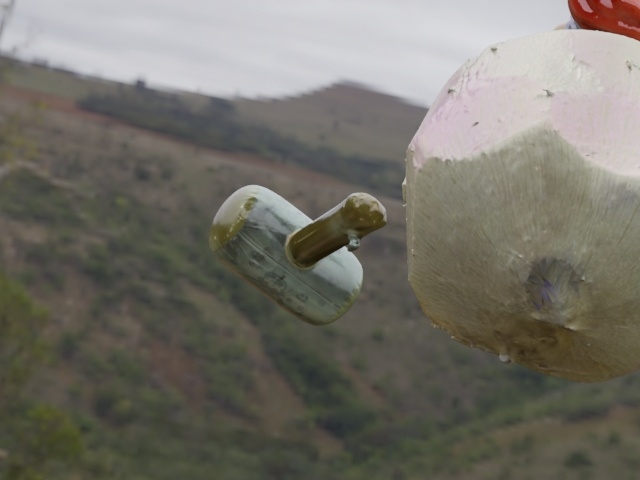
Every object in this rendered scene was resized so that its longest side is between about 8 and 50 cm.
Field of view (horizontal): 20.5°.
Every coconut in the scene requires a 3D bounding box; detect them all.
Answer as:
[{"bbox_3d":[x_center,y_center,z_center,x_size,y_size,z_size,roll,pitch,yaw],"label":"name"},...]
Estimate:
[{"bbox_3d":[0.160,-0.020,1.178,0.227,0.227,0.230,12,32,12],"label":"coconut"}]

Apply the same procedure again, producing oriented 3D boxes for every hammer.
[{"bbox_3d":[0.000,0.000,2.085,0.202,0.113,0.305,34,-24,-15],"label":"hammer"}]

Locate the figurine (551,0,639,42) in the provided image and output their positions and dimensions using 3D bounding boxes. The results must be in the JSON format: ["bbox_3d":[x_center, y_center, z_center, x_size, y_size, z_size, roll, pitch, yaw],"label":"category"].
[{"bbox_3d":[0.345,-0.278,1.984,0.181,0.208,0.257,11,-36,12],"label":"figurine"}]
